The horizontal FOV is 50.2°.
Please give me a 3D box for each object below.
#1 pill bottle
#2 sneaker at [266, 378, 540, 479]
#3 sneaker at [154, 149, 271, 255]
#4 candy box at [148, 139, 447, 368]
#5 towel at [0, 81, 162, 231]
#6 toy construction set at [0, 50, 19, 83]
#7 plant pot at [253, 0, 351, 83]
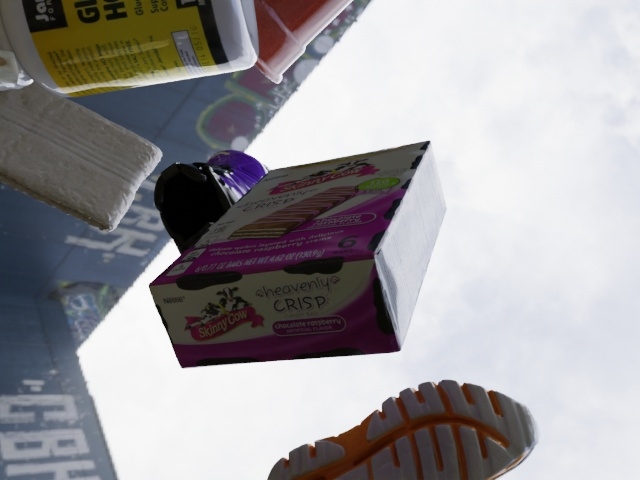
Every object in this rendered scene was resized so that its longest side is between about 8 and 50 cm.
[{"bbox_3d":[-0.254,-0.276,0.823,0.334,0.188,0.188,-9,-108,3],"label":"pill bottle"},{"bbox_3d":[0.064,0.173,0.522,0.215,0.083,0.084,-24,-136,20],"label":"sneaker"},{"bbox_3d":[-0.120,-0.050,0.779,0.102,0.146,0.293,-42,-146,13],"label":"sneaker"},{"bbox_3d":[0.000,0.000,0.522,0.159,0.233,0.071,-8,-69,20],"label":"candy box"},{"bbox_3d":[-0.422,-0.141,1.102,0.049,0.282,0.187,-50,-165,53],"label":"towel"},{"bbox_3d":[-0.387,-0.036,0.606,0.151,0.215,0.327,-113,-139,-57],"label":"toy construction set"},{"bbox_3d":[-0.047,-0.433,1.046,0.265,0.272,0.272,-36,-122,12],"label":"plant pot"}]
